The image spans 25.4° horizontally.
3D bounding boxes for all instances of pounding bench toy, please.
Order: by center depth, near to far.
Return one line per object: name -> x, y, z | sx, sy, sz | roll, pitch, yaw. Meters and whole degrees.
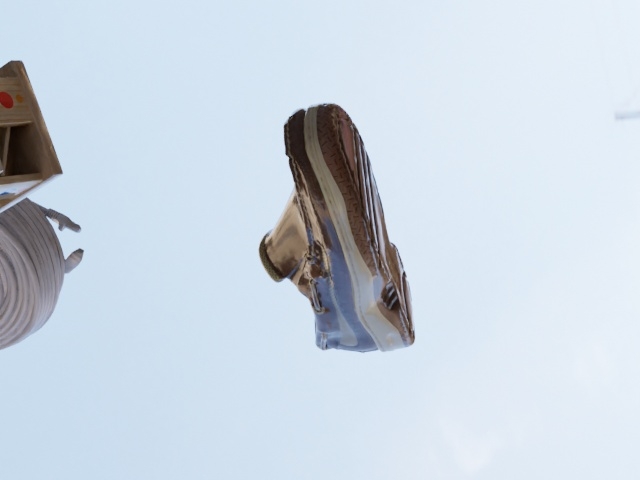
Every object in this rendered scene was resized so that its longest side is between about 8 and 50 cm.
pounding bench toy -> -0.157, -0.052, 0.574 | 0.052, 0.065, 0.083 | -25, -98, 34

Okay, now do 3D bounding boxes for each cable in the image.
cable -> -0.455, 0.030, 1.806 | 0.257, 0.257, 0.089 | 31, -148, -3

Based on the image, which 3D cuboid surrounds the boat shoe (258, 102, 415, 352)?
boat shoe -> 0.000, 0.006, 1.025 | 0.095, 0.257, 0.095 | -9, -131, 10
